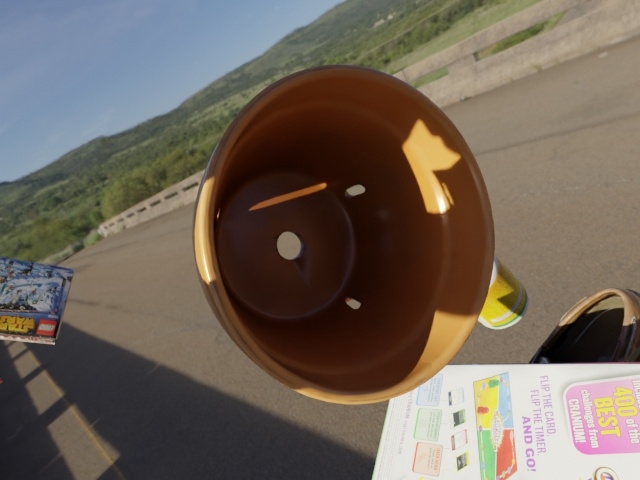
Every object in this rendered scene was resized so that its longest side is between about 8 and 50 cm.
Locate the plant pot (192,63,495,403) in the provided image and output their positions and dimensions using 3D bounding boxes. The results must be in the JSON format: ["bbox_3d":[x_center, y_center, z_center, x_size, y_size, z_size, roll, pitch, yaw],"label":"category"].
[{"bbox_3d":[0.000,0.000,0.474,0.291,0.291,0.203,-38,12,-24],"label":"plant pot"}]

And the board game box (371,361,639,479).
[{"bbox_3d":[0.200,0.256,0.484,0.316,0.064,0.242,-16,44,46],"label":"board game box"}]

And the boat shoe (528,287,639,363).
[{"bbox_3d":[0.314,0.195,0.594,0.324,0.116,0.123,-58,32,3],"label":"boat shoe"}]

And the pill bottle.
[{"bbox_3d":[0.310,0.082,0.887,0.117,0.208,0.117,-33,37,29],"label":"pill bottle"}]

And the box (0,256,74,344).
[{"bbox_3d":[-0.378,0.068,0.535,0.027,0.137,0.094,-43,41,50],"label":"box"}]

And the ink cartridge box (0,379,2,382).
[{"bbox_3d":[-0.163,0.046,0.154,0.029,0.063,0.115,-30,5,11],"label":"ink cartridge box"}]
